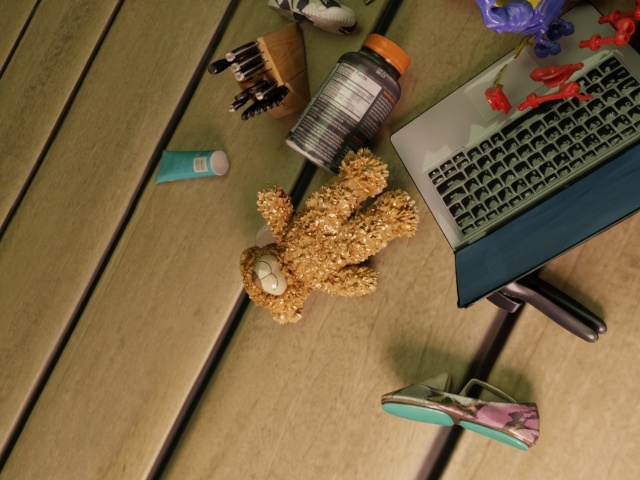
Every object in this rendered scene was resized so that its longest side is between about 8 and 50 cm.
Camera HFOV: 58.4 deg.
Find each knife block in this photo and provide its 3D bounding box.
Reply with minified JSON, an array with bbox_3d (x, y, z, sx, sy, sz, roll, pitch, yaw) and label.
[{"bbox_3d":[-0.119,-0.351,1.093,0.088,0.242,0.275,-16,66,25],"label":"knife block"}]

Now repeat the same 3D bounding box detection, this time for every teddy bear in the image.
[{"bbox_3d":[0.000,0.000,0.954,0.338,0.113,0.245,-21,103,13],"label":"teddy bear"}]

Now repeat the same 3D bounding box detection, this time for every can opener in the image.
[{"bbox_3d":[0.314,0.081,0.814,0.186,0.073,0.059,30,52,31],"label":"can opener"}]

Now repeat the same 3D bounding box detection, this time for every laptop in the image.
[{"bbox_3d":[0.293,-0.150,0.786,0.382,0.236,0.407,-33,60,17],"label":"laptop"}]

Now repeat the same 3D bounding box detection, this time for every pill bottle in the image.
[{"bbox_3d":[0.056,-0.241,1.020,0.130,0.130,0.245,38,95,34],"label":"pill bottle"}]

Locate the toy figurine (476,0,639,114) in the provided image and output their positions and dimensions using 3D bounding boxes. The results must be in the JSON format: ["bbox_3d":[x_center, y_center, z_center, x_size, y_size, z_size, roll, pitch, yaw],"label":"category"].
[{"bbox_3d":[0.326,-0.381,0.795,0.362,0.217,0.191,-53,32,-13],"label":"toy figurine"}]

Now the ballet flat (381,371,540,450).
[{"bbox_3d":[0.200,0.234,0.822,0.222,0.077,0.079,7,60,27],"label":"ballet flat"}]

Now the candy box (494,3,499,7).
[{"bbox_3d":[0.292,-0.500,0.945,0.165,0.070,0.196,36,128,34],"label":"candy box"}]

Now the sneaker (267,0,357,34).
[{"bbox_3d":[0.005,-0.516,1.161,0.235,0.094,0.153,33,101,44],"label":"sneaker"}]

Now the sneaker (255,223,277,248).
[{"bbox_3d":[-0.066,-0.010,1.064,0.134,0.051,0.070,-20,63,23],"label":"sneaker"}]

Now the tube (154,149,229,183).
[{"bbox_3d":[-0.291,-0.165,1.255,0.207,0.052,0.080,3,71,37],"label":"tube"}]

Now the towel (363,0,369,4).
[{"bbox_3d":[0.101,-0.519,1.157,0.060,0.009,0.083,-29,62,19],"label":"towel"}]
